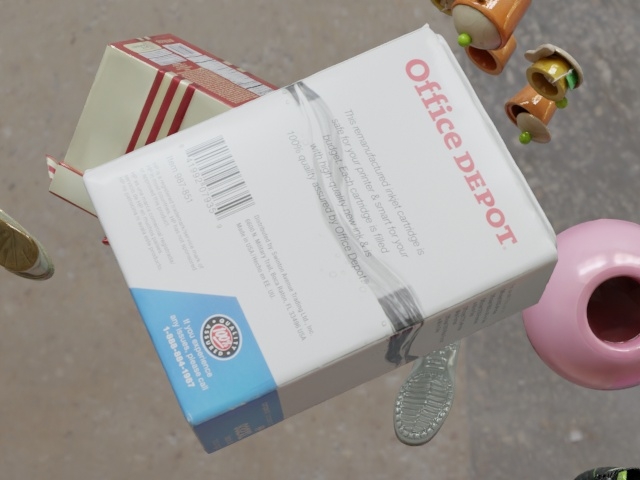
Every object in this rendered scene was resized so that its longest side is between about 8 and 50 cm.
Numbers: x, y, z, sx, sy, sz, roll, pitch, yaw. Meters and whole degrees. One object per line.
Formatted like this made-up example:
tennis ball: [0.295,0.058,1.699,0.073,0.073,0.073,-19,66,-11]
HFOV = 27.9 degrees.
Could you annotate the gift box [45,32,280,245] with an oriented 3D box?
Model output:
gift box: [-0.215,-0.129,1.788,0.276,0.255,0.258,28,108,14]

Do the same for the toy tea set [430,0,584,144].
toy tea set: [0.265,-0.262,1.914,0.124,0.200,0.336,-48,117,-16]

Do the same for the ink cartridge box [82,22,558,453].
ink cartridge box: [0.000,0.000,1.032,0.307,0.223,0.129,-24,160,-7]

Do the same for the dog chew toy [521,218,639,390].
dog chew toy: [0.343,0.074,1.630,0.206,0.332,0.207,0,93,-1]

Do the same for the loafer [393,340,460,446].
loafer: [0.187,0.249,2.177,0.094,0.251,0.087,14,143,13]

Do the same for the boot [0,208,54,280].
boot: [-0.498,-0.015,1.926,0.213,0.165,0.077,35,83,5]

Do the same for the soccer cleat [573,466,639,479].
soccer cleat: [0.451,0.362,1.928,0.179,0.060,0.072,-8,150,38]
